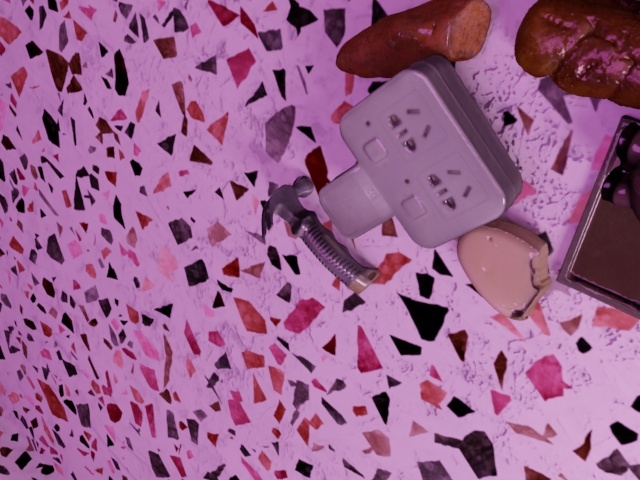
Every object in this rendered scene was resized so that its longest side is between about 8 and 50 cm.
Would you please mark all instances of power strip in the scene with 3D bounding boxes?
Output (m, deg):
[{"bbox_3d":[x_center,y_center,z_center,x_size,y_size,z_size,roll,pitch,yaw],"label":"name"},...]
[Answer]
[{"bbox_3d":[0.132,-0.109,0.960,0.261,0.141,0.229,-30,96,44],"label":"power strip"}]

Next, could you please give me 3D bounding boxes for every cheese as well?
[{"bbox_3d":[0.231,-0.002,0.984,0.255,0.050,0.127,45,128,26],"label":"cheese"}]

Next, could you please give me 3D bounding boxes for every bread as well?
[{"bbox_3d":[0.386,-0.204,0.762,0.344,0.084,0.124,27,121,29],"label":"bread"}]

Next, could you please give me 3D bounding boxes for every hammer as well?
[{"bbox_3d":[0.000,0.000,1.126,0.226,0.159,0.041,46,132,0],"label":"hammer"}]

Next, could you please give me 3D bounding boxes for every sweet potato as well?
[{"bbox_3d":[0.119,-0.278,0.942,0.252,0.097,0.097,-5,103,38],"label":"sweet potato"}]

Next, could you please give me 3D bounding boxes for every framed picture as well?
[{"bbox_3d":[0.484,0.017,0.804,0.335,0.022,0.247,27,121,29],"label":"framed picture"}]

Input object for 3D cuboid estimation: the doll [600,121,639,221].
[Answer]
[{"bbox_3d":[0.445,-0.041,0.723,0.257,0.117,0.181,25,121,32],"label":"doll"}]
